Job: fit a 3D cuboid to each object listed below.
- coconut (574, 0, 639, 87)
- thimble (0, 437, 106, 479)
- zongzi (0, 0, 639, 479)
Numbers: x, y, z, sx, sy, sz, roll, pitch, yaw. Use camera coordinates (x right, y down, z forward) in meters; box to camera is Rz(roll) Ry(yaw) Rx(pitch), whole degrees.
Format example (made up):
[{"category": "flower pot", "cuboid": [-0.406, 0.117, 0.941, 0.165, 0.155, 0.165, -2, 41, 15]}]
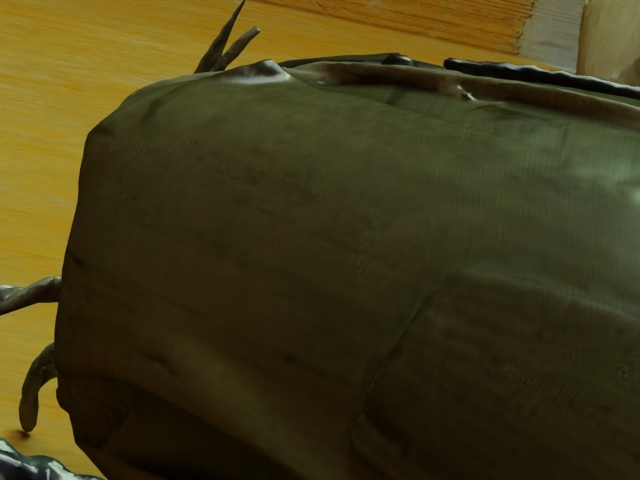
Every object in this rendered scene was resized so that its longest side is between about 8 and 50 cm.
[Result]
[{"category": "coconut", "cuboid": [0.309, -0.075, 0.959, 0.404, 0.404, 0.404, 13, 12, -3]}, {"category": "thimble", "cuboid": [-0.099, 0.111, 0.526, 0.135, 0.090, 0.118, 14, 14, -8]}, {"category": "zongzi", "cuboid": [0.038, 0.065, 0.569, 0.500, 0.218, 0.467, 16, 12, 13]}]
